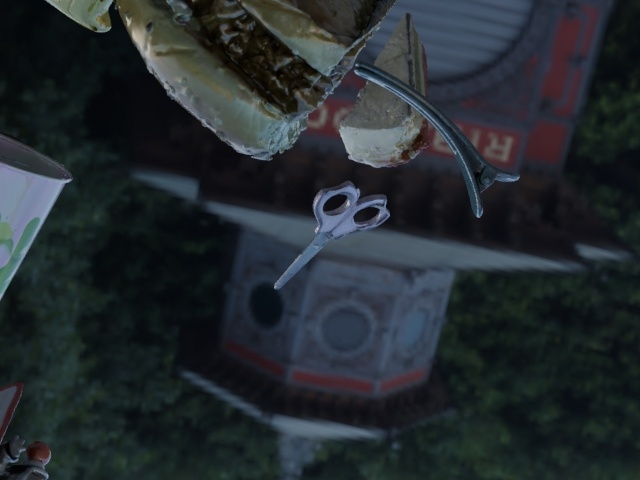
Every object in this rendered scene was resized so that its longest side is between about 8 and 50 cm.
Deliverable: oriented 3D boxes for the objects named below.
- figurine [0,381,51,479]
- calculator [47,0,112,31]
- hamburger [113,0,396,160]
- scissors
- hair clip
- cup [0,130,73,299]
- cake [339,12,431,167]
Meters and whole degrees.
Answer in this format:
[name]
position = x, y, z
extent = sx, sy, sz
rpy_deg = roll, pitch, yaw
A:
[figurine]
position = -0.400, 0.336, 1.955
extent = 0.160, 0.226, 0.183
rpy_deg = -22, -154, 18
[calculator]
position = -0.323, -0.356, 1.821
extent = 0.236, 0.157, 0.033
rpy_deg = 43, -131, 5
[hamburger]
position = -0.069, -0.254, 1.602
extent = 0.277, 0.195, 0.318
rpy_deg = 44, -154, -2
[scissors]
position = 0.000, 0.000, 1.796
extent = 0.100, 0.189, 0.015
rpy_deg = 17, -140, -34
[hair clip]
position = 0.130, -0.133, 1.801
extent = 0.229, 0.070, 0.039
rpy_deg = 46, 173, 0
[cup]
position = -0.557, -0.037, 2.440
extent = 0.253, 0.274, 0.253
rpy_deg = 25, -172, -4
[cake]
position = 0.122, -0.203, 2.111
extent = 0.117, 0.086, 0.220
rpy_deg = 18, -118, 32
